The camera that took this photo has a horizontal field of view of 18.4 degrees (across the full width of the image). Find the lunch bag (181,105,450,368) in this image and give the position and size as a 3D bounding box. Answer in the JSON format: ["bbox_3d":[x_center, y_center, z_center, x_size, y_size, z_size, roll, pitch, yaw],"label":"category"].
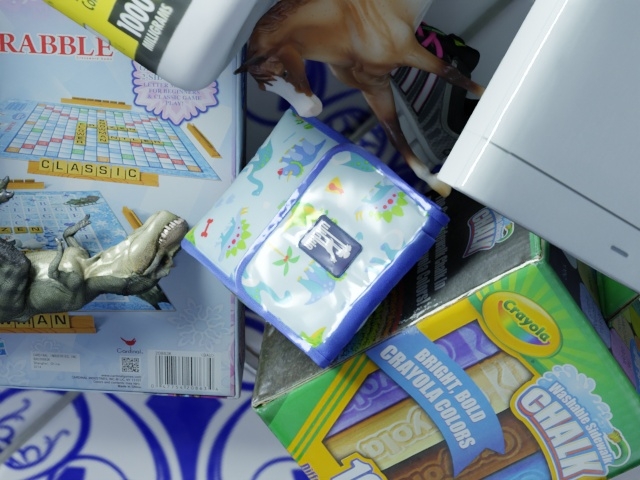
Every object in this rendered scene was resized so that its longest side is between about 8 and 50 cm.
[{"bbox_3d":[0.000,0.000,1.292,0.129,0.151,0.096,-51,134,0],"label":"lunch bag"}]

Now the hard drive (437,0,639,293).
[{"bbox_3d":[0.251,-0.138,1.203,0.233,0.047,0.353,28,92,-27],"label":"hard drive"}]

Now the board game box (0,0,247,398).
[{"bbox_3d":[-0.209,-0.043,1.374,0.318,0.066,0.318,3,120,1],"label":"board game box"}]

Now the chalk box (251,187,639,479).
[{"bbox_3d":[0.125,0.067,1.355,0.289,0.180,0.179,-27,115,18],"label":"chalk box"}]

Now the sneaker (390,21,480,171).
[{"bbox_3d":[0.065,-0.126,1.318,0.074,0.063,0.170,-22,118,10],"label":"sneaker"}]

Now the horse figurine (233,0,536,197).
[{"bbox_3d":[0.071,-0.158,1.247,0.174,0.066,0.263,38,75,-19],"label":"horse figurine"}]

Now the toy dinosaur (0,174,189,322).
[{"bbox_3d":[-0.228,0.016,1.337,0.268,0.064,0.118,-16,124,15],"label":"toy dinosaur"}]

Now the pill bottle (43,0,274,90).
[{"bbox_3d":[-0.161,-0.250,1.170,0.334,0.188,0.188,33,117,-1],"label":"pill bottle"}]
